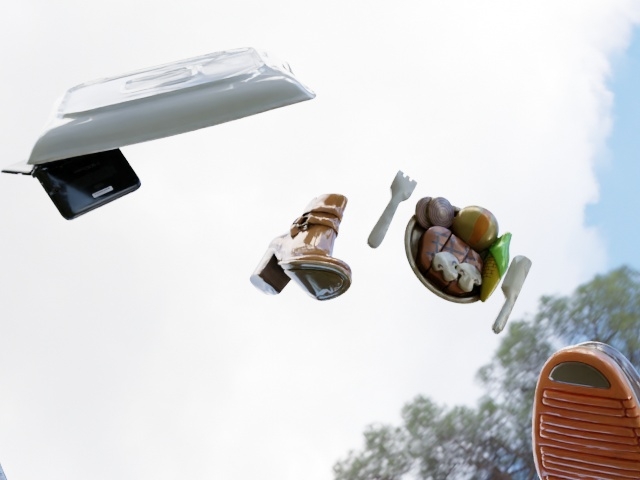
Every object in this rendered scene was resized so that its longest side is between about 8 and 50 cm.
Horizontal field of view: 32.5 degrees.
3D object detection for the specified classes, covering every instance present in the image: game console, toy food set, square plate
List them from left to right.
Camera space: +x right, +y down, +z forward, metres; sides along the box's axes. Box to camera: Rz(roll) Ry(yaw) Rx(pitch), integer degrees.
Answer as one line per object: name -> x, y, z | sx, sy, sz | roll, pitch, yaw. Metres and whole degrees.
game console -> -0.296, -0.074, 1.312 | 0.071, 0.122, 0.107 | -37, -93, 45
square plate -> -0.197, -0.188, 1.416 | 0.347, 0.344, 0.049 | -14, -73, -4
toy food set -> 0.152, 0.007, 1.221 | 0.192, 0.132, 0.038 | 33, -35, -8

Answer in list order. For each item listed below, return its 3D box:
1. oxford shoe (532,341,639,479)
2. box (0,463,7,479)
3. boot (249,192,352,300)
oxford shoe -> 0.301, 0.217, 1.041 | 0.130, 0.133, 0.364 | 7, -47, 42
box -> -0.234, 0.196, 0.610 | 0.162, 0.029, 0.116 | -30, -105, 5
boot -> 0.000, 0.000, 1.450 | 0.197, 0.152, 0.073 | 0, -43, 50
